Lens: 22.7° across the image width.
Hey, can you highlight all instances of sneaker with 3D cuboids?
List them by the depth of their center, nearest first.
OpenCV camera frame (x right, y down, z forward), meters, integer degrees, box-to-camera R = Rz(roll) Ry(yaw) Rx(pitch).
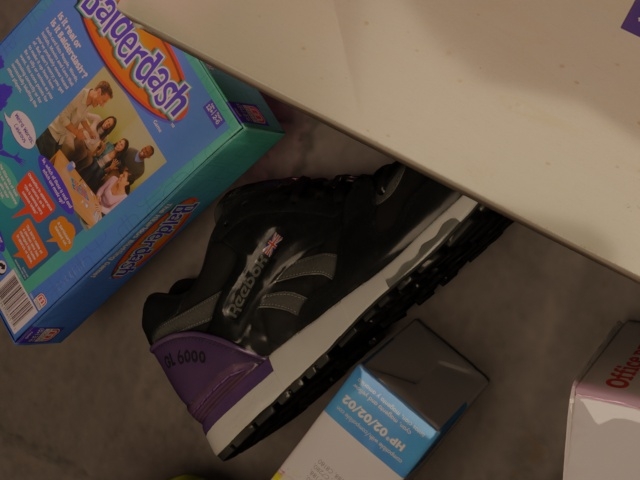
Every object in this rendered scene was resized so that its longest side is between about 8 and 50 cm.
[{"bbox_3d":[0.000,0.000,0.911,0.283,0.107,0.124,-43,78,24],"label":"sneaker"}]

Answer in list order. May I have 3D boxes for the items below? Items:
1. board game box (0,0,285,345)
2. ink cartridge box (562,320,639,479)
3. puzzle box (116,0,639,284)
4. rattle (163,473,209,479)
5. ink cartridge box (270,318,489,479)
[{"bbox_3d":[-0.141,-0.061,0.961,0.210,0.047,0.160,-41,69,24],"label":"board game box"},{"bbox_3d":[0.232,0.109,0.819,0.190,0.139,0.082,9,106,21],"label":"ink cartridge box"},{"bbox_3d":[0.132,-0.142,0.803,0.409,0.052,0.272,29,89,14],"label":"puzzle box"},{"bbox_3d":[-0.100,0.256,0.978,0.130,0.142,0.200,16,115,35],"label":"rattle"},{"bbox_3d":[0.012,0.142,0.932,0.061,0.104,0.181,40,112,10],"label":"ink cartridge box"}]
